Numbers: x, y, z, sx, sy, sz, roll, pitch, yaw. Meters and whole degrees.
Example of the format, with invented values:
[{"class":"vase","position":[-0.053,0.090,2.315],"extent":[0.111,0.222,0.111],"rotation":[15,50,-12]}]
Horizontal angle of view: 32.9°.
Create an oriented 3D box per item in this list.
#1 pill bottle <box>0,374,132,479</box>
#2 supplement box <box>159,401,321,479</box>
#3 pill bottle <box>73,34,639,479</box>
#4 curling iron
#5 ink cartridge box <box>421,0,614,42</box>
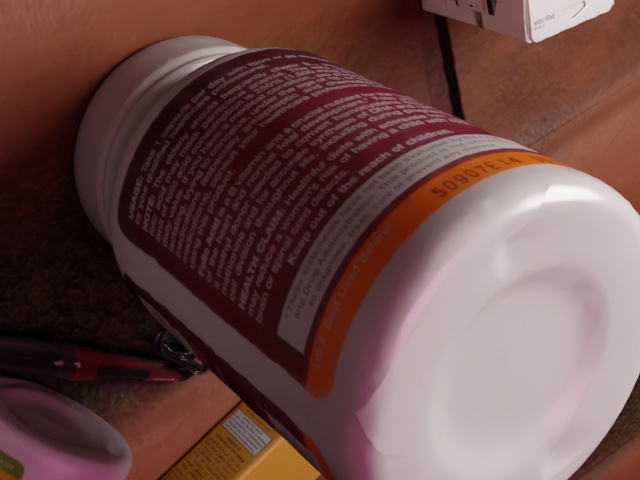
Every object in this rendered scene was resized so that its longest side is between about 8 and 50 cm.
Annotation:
[{"class":"pill bottle","position":[-0.257,0.238,0.815],"extent":[0.136,0.136,0.245],"rotation":[26,95,-42]},{"class":"supplement box","position":[-0.086,0.226,0.978],"extent":[0.233,0.080,0.078],"rotation":[-43,130,-14]},{"class":"pill bottle","position":[0.000,0.000,0.719],"extent":[0.224,0.392,0.224],"rotation":[-17,122,-30]},{"class":"curling iron","position":[-0.194,0.081,0.853],"extent":[0.274,0.035,0.068],"rotation":[6,104,-39]},{"class":"ink cartridge box","position":[0.161,-0.219,0.904],"extent":[0.099,0.135,0.056],"rotation":[-26,124,-25]}]
